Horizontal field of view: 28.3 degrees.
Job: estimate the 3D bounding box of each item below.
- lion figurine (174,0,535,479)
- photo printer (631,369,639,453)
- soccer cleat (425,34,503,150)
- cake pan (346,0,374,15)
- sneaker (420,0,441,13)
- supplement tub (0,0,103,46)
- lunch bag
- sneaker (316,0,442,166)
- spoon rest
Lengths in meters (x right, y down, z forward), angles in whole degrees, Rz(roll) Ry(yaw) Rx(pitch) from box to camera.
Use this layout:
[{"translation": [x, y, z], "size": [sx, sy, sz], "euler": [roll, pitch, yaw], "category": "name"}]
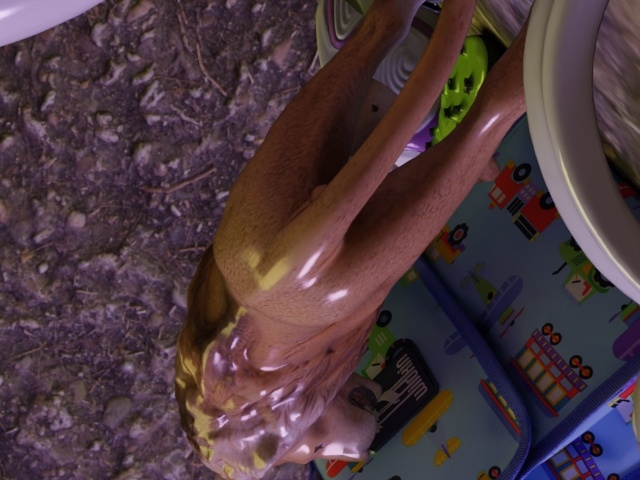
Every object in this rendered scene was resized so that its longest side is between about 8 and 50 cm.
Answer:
[{"translation": [0.000, 0.000, 0.652], "size": [0.142, 0.240, 0.392], "euler": [36, 167, 13], "category": "lion figurine"}, {"translation": [0.260, 0.162, 0.571], "size": [0.308, 0.107, 0.256], "euler": [53, -176, 15], "category": "photo printer"}, {"translation": [0.120, -0.095, 0.909], "size": [0.179, 0.072, 0.060], "euler": [94, 166, -67], "category": "soccer cleat"}, {"translation": [-0.028, -0.275, 0.902], "size": [0.293, 0.054, 0.293], "euler": [51, -175, -6], "category": "cake pan"}, {"translation": [0.044, -0.161, 0.646], "size": [0.089, 0.051, 0.170], "euler": [49, -173, 7], "category": "sneaker"}, {"translation": [-0.157, -0.203, 0.404], "size": [0.241, 0.241, 0.331], "euler": [48, 179, -30], "category": "supplement tub"}, {"translation": [0.104, 0.088, 0.824], "size": [0.138, 0.293, 0.221], "euler": [46, -174, -43], "category": "lunch bag"}, {"translation": [0.100, -0.086, 1.066], "size": [0.305, 0.114, 0.152], "euler": [51, -177, -4], "category": "sneaker"}, {"translation": [0.145, 0.027, 0.344], "size": [0.276, 0.084, 0.137], "euler": [51, -176, -3], "category": "spoon rest"}]
